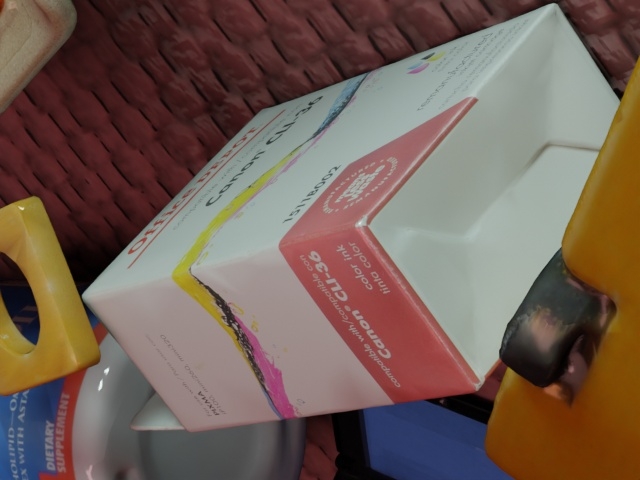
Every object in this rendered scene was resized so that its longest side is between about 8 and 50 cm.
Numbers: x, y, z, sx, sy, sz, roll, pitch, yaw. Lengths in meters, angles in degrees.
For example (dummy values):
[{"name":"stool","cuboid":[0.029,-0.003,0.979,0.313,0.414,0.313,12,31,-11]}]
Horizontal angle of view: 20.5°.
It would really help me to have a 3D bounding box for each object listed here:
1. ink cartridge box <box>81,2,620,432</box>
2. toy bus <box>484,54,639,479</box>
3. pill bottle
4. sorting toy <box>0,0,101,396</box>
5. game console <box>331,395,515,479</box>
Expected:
[{"name":"ink cartridge box","cuboid":[0.000,0.000,0.597,0.198,0.115,0.067,-16,116,52]},{"name":"toy bus","cuboid":[0.134,-0.023,0.423,0.108,0.130,0.332,33,146,15]},{"name":"pill bottle","cuboid":[-0.123,0.079,0.803,0.221,0.124,0.124,-1,127,45]},{"name":"sorting toy","cuboid":[-0.173,-0.103,0.614,0.196,0.047,0.347,-40,76,49]},{"name":"game console","cuboid":[0.042,0.119,0.734,0.122,0.107,0.071,19,169,31]}]
